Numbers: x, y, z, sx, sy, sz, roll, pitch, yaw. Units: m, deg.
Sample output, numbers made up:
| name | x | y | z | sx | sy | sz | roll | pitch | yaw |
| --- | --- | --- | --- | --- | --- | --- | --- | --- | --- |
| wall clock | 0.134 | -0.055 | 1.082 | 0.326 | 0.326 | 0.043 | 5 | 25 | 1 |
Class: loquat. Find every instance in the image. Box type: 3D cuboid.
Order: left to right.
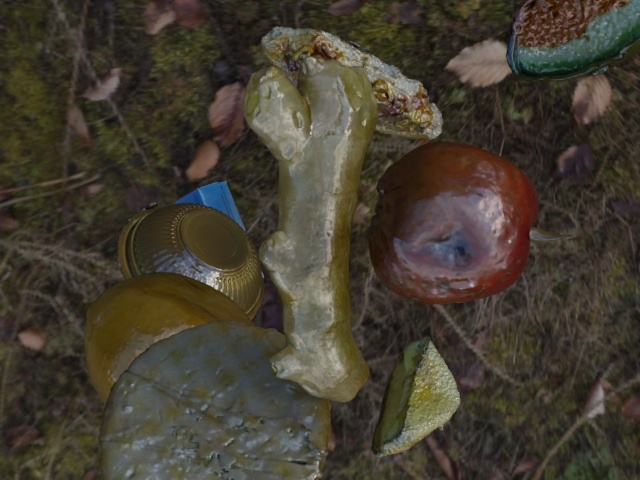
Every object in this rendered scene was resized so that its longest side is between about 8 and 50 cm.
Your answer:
| name | x | y | z | sx | sy | sz | roll | pitch | yaw |
| --- | --- | --- | --- | --- | --- | --- | --- | --- | --- |
| loquat | -0.162 | 0.135 | 1.097 | 0.234 | 0.187 | 0.176 | 31 | 122 | -1 |

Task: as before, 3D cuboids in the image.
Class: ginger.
| name | x | y | z | sx | sy | sz | roll | pitch | yaw |
| --- | --- | --- | --- | --- | --- | --- | --- | --- | --- |
| ginger | 0.002 | 0.001 | 0.779 | 0.118 | 0.065 | 0.299 | -15 | 112 | -27 |

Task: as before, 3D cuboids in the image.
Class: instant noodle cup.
| name | x | y | z | sx | sy | sz | roll | pitch | yaw |
| --- | --- | --- | --- | --- | --- | --- | --- | --- | --- |
| instant noodle cup | -0.193 | 0.022 | 1.588 | 0.274 | 0.274 | 0.091 | 41 | 130 | 1 |

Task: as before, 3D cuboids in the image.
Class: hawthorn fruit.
| name | x | y | z | sx | sy | sz | roll | pitch | yaw |
| --- | --- | --- | --- | --- | --- | --- | --- | --- | --- |
| hawthorn fruit | 0.196 | -0.023 | 1.446 | 0.261 | 0.258 | 0.258 | 7 | 109 | -29 |

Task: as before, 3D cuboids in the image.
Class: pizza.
| name | x | y | z | sx | sy | sz | roll | pitch | yaw |
| --- | --- | --- | --- | --- | --- | --- | --- | --- | --- |
| pizza | 0.036 | -0.183 | 1.180 | 0.246 | 0.058 | 0.127 | 29 | 150 | -24 |

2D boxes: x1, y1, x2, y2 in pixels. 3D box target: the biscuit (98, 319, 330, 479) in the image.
| name | x | y | z | sx | sy | sz | roll | pitch | yaw |
| --- | --- | --- | --- | --- | --- | --- | --- | --- | --- |
| biscuit | -0.093 | 0.163 | 0.850 | 0.219 | 0.220 | 0.033 | 5 | 144 | 12 |

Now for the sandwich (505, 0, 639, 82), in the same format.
| name | x | y | z | sx | sy | sz | roll | pitch | yaw |
| --- | --- | --- | --- | --- | --- | --- | --- | --- | --- |
| sandwich | 0.367 | -0.322 | 1.283 | 0.212 | 0.109 | 0.292 | 56 | 134 | 17 |

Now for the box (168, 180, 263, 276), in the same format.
| name | x | y | z | sx | sy | sz | roll | pitch | yaw |
| --- | --- | --- | --- | --- | --- | --- | --- | --- | --- |
| box | -0.201 | 0.004 | 1.788 | 0.139 | 0.073 | 0.194 | -23 | 88 | 49 |

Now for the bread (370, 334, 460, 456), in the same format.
| name | x | y | z | sx | sy | sz | roll | pitch | yaw |
| --- | --- | --- | --- | --- | --- | --- | --- | --- | --- |
| bread | 0.208 | 0.333 | 1.974 | 0.133 | 0.252 | 0.174 | 23 | 141 | -8 |
